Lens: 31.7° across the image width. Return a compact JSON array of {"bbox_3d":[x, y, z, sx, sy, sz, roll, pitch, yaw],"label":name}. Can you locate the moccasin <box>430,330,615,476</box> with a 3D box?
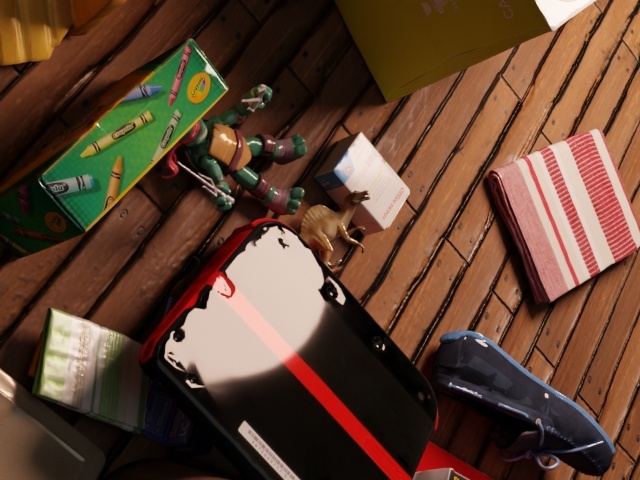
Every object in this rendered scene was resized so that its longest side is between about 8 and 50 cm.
[{"bbox_3d":[0.293,0.272,1.705,0.342,0.137,0.117,35,63,-11],"label":"moccasin"}]

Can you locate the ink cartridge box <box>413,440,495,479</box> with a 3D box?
[{"bbox_3d":[0.230,0.445,1.593,0.309,0.130,0.272,33,60,-28],"label":"ink cartridge box"}]

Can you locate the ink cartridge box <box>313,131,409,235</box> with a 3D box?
[{"bbox_3d":[0.061,-0.081,1.632,0.122,0.052,0.088,48,55,-19],"label":"ink cartridge box"}]

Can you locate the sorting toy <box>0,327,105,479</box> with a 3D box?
[{"bbox_3d":[-0.338,0.254,1.217,0.196,0.047,0.348,49,40,-25],"label":"sorting toy"}]

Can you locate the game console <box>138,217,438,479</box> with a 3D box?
[{"bbox_3d":[-0.021,0.183,1.403,0.386,0.060,0.342,48,40,-11],"label":"game console"}]

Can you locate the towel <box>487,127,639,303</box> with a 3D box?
[{"bbox_3d":[0.428,-0.050,1.937,0.329,0.037,0.237,-23,92,-42],"label":"towel"}]

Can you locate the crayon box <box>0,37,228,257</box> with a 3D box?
[{"bbox_3d":[-0.250,-0.107,1.310,0.081,0.165,0.278,52,53,-18],"label":"crayon box"}]

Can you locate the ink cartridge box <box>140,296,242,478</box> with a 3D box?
[{"bbox_3d":[-0.080,0.209,1.443,0.311,0.065,0.186,29,62,-29],"label":"ink cartridge box"}]

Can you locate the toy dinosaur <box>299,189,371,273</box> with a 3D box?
[{"bbox_3d":[0.000,0.000,1.569,0.183,0.053,0.093,-34,100,-16],"label":"toy dinosaur"}]

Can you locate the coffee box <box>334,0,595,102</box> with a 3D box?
[{"bbox_3d":[0.225,-0.457,1.669,0.334,0.338,0.338,-37,102,-38],"label":"coffee box"}]

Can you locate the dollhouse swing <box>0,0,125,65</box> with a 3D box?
[{"bbox_3d":[-0.324,-0.326,1.154,0.346,0.305,0.315,-18,111,-41],"label":"dollhouse swing"}]

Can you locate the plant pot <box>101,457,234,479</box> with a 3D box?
[{"bbox_3d":[-0.130,0.347,1.255,0.215,0.230,0.215,11,72,-37],"label":"plant pot"}]

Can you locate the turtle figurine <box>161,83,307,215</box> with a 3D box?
[{"bbox_3d":[-0.111,-0.119,1.459,0.234,0.118,0.175,24,82,-51],"label":"turtle figurine"}]

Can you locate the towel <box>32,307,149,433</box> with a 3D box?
[{"bbox_3d":[-0.264,0.153,1.310,0.152,0.023,0.113,29,49,-39],"label":"towel"}]
